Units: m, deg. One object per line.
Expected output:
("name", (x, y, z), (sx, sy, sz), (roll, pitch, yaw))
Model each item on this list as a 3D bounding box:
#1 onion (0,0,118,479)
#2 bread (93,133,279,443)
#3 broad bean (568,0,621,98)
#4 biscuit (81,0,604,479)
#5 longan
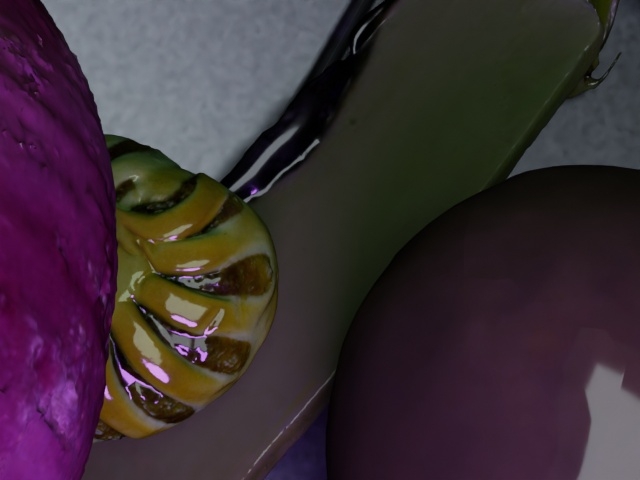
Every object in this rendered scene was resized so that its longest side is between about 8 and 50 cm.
("onion", (-0.222, 0.032, 0.664), (0.358, 0.345, 0.358), (-2, 85, 25))
("bread", (-0.089, 0.015, 0.791), (0.130, 0.071, 0.139), (-41, 65, -3))
("broad bean", (0.088, -0.192, 0.896), (0.065, 0.046, 0.254), (-25, 88, 11))
("biscuit", (0.000, 0.000, 0.841), (0.099, 0.038, 0.322), (34, 74, 19))
("longan", (0.115, 0.088, 0.768), (0.246, 0.215, 0.246), (-11, 106, -44))
